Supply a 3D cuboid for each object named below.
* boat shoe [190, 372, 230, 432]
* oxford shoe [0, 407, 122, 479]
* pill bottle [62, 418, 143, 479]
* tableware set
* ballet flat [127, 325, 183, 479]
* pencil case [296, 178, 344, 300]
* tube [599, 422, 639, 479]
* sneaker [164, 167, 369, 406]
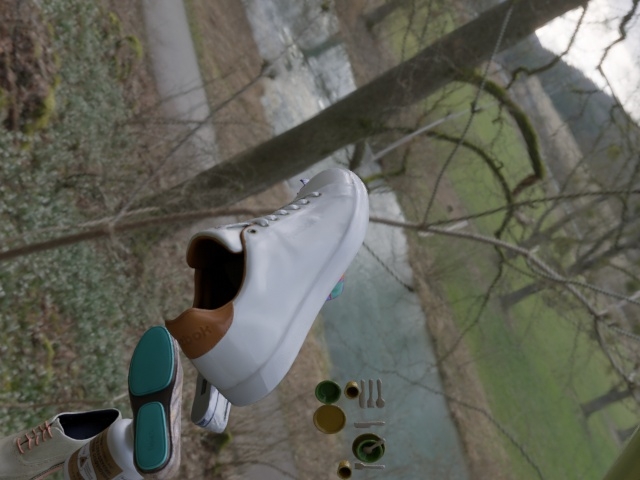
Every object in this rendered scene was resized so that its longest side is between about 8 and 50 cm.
[{"bbox_3d":[-0.094,0.135,0.699,0.035,0.035,0.100,39,35,-29],"label":"boat shoe"},{"bbox_3d":[-0.648,0.462,1.695,0.397,0.146,0.140,-10,44,-36],"label":"oxford shoe"},{"bbox_3d":[-0.418,0.454,1.566,0.131,0.229,0.131,50,14,-17],"label":"pill bottle"},{"bbox_3d":[0.041,0.269,1.058,0.024,0.104,0.154,-80,168,-74],"label":"tableware set"},{"bbox_3d":[-0.317,0.321,1.447,0.106,0.108,0.316,70,12,-52],"label":"ballet flat"},{"bbox_3d":[0.000,0.000,1.373,0.104,0.104,0.236,-92,-178,-56],"label":"pencil case"},{"bbox_3d":[0.213,0.198,0.507,0.062,0.240,0.070,-11,41,-46],"label":"tube"},{"bbox_3d":[-0.043,0.002,0.686,0.123,0.106,0.290,47,42,-20],"label":"sneaker"}]
